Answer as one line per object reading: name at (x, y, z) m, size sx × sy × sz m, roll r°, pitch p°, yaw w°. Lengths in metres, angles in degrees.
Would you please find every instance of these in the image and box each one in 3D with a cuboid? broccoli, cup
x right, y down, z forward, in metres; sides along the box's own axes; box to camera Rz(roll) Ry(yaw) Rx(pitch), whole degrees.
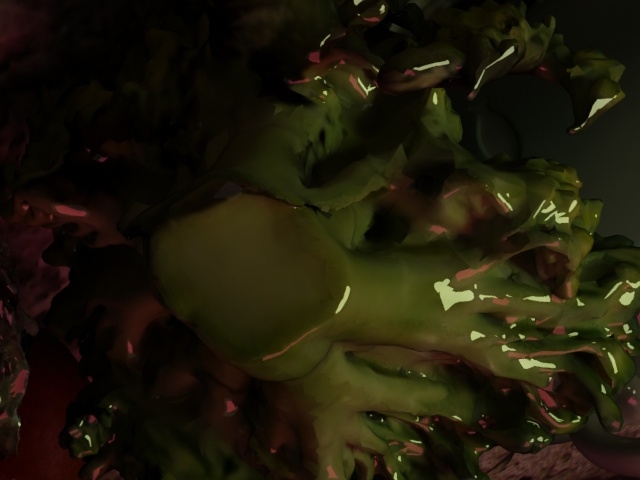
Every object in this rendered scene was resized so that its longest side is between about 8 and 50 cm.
broccoli at (0.001, 0.000, 0.919) m, size 0.324 × 0.334 × 0.272 m, roll -27°, pitch 179°, yaw -19°
cup at (0.189, 0.006, 1.067) m, size 0.274 × 0.357 × 0.259 m, roll -33°, pitch 128°, yaw 14°

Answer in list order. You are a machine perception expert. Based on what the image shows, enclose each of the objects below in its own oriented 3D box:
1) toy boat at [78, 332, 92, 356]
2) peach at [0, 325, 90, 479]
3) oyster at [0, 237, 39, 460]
toy boat at (0.034, 0.104, 1.326) m, size 0.445 × 0.136 × 0.162 m, roll -7°, pitch 151°, yaw -34°
peach at (-0.255, 0.139, 1.063) m, size 0.243 × 0.199 × 0.243 m, roll -17°, pitch 139°, yaw -15°
oyster at (-0.237, 0.047, 0.859) m, size 0.198 × 0.112 × 0.268 m, roll -12°, pitch 128°, yaw -34°
